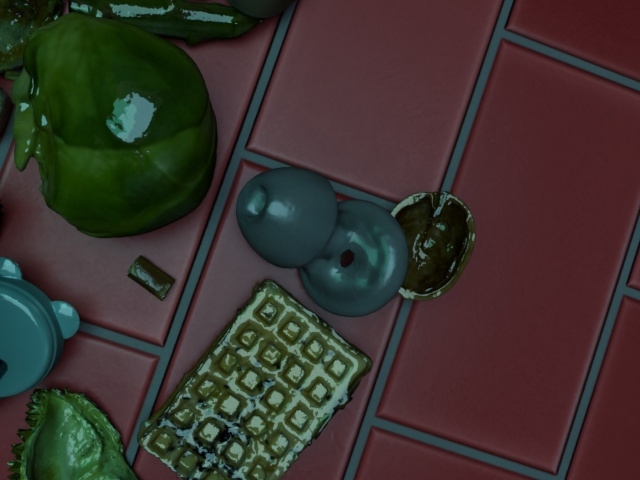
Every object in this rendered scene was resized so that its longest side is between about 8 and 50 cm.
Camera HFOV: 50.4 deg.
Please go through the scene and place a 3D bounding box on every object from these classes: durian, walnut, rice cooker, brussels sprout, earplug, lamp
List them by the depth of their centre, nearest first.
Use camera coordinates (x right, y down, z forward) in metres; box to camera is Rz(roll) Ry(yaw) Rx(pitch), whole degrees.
[{"bbox_3d":[-0.327,-0.197,1.139,0.315,0.276,0.371,-24,84,7],"label":"brussels sprout"},{"bbox_3d":[-0.562,0.182,1.156,0.209,0.147,0.284,39,81,-6],"label":"lamp"},{"bbox_3d":[-0.414,0.436,1.167,0.198,0.163,0.394,-23,85,-9],"label":"durian"},{"bbox_3d":[0.001,-0.002,1.205,0.326,0.175,0.214,34,100,-3],"label":"earplug"},{"bbox_3d":[-0.089,-0.498,1.225,0.145,0.127,0.206,35,73,-2],"label":"rice cooker"},{"bbox_3d":[0.193,0.008,1.273,0.167,0.087,0.211,23,91,2],"label":"walnut"}]

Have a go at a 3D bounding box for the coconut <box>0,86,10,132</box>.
[{"bbox_3d":[-0.612,-0.237,1.184,0.125,0.110,0.110,16,87,-12],"label":"coconut"}]

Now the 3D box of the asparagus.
[{"bbox_3d":[-0.275,-0.405,1.236,0.343,0.085,0.082,0,64,-13],"label":"asparagus"}]

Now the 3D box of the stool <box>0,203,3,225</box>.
[{"bbox_3d":[-0.743,-0.036,1.081,0.330,0.297,0.297,30,86,0],"label":"stool"}]

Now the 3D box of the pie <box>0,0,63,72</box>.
[{"bbox_3d":[-0.583,-0.433,1.161,0.303,0.067,0.302,-6,101,-37],"label":"pie"}]

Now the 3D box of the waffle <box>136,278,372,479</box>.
[{"bbox_3d":[-0.118,0.280,1.219,0.261,0.114,0.376,41,85,-4],"label":"waffle"}]

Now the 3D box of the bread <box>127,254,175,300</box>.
[{"bbox_3d":[-0.310,0.068,1.243,0.083,0.036,0.047,37,82,-6],"label":"bread"}]
